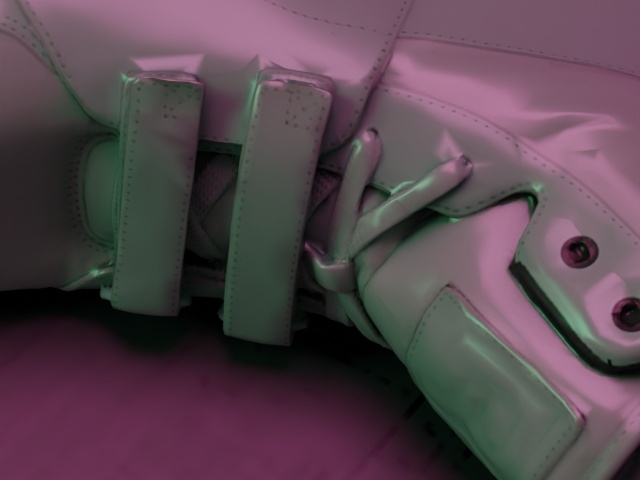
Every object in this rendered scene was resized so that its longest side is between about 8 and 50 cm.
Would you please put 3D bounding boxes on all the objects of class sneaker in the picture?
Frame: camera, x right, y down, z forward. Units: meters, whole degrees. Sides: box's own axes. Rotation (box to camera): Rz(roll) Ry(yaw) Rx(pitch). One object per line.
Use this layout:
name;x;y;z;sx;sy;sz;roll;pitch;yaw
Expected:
sneaker;0.000;0.000;0.437;0.256;0.094;0.151;-9;47;-13
